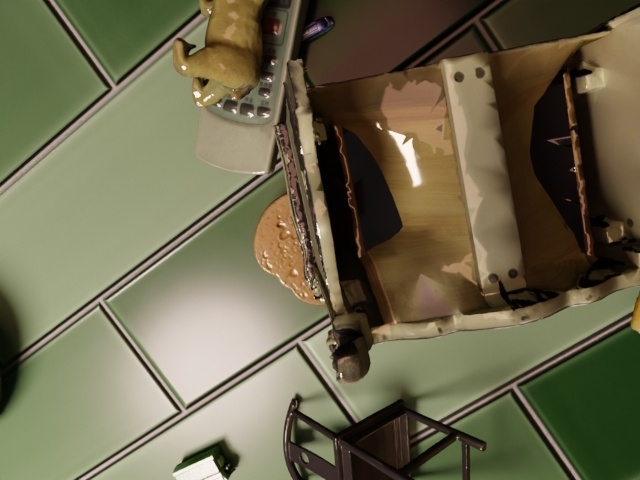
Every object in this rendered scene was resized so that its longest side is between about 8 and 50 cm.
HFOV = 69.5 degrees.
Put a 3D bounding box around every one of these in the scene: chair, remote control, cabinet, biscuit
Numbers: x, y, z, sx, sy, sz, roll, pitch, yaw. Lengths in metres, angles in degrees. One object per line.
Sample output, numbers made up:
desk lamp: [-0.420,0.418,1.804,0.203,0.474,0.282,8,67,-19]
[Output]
chair: [0.078,0.315,0.636,0.260,0.141,0.155,7,104,51]
remote control: [-0.090,-0.230,0.595,0.123,0.038,0.285,18,102,18]
cabinet: [0.116,-0.047,0.445,0.290,0.318,0.228,-11,97,-4]
biscuit: [0.000,0.000,0.631,0.170,0.050,0.170,0,98,-2]

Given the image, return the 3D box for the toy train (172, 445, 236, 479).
toy train: [-0.182,0.362,0.721,0.093,0.038,0.056,-28,89,11]

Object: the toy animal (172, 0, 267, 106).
toy animal: [-0.101,-0.265,0.537,0.101,0.103,0.219,10,100,3]

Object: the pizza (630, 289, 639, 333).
pizza: [0.535,0.005,0.550,0.268,0.087,0.258,4,97,9]

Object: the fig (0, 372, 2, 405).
fig: [-0.578,0.224,0.686,0.203,0.203,0.225,-5,138,8]

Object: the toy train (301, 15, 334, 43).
toy train: [-0.020,-0.270,0.602,0.083,0.017,0.017,-26,97,10]
